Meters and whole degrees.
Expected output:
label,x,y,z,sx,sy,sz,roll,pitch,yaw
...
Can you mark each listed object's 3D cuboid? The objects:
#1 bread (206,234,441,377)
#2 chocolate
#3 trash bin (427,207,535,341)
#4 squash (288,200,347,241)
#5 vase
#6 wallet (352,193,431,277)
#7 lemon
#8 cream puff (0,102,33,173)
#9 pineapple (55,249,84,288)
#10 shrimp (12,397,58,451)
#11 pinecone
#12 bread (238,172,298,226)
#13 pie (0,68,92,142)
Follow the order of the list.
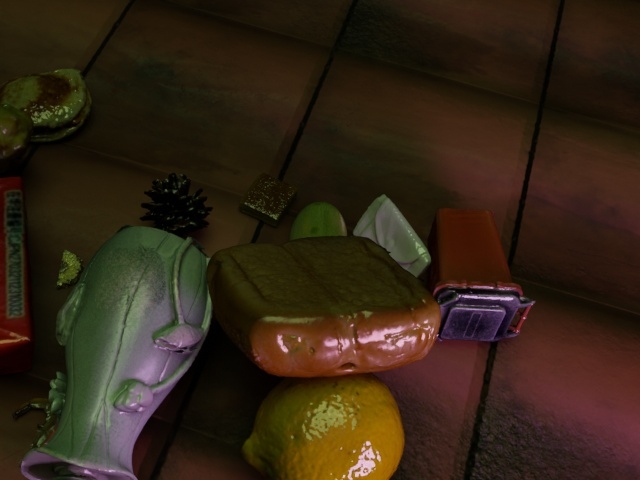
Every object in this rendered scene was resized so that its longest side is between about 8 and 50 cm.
label,x,y,z,sx,sy,sz,roll,pitch,yaw
bread,-0.011,0.111,1.414,0.327,0.148,0.337,-6,22,-22
chocolate,-0.668,0.085,1.512,0.341,0.161,0.360,-8,57,-13
trash bin,0.287,0.061,1.649,0.184,0.161,0.239,5,51,-4
squash,0.000,0.000,1.680,0.123,0.123,0.187,7,52,-2
vase,-0.322,0.200,1.428,0.249,0.250,0.446,12,55,2
wallet,0.133,0.009,1.690,0.032,0.124,0.183,-4,51,-44
lemon,0.005,0.314,1.392,0.253,0.228,0.228,-27,61,-12
cream puff,-0.677,-0.200,1.644,0.281,0.282,0.185,-28,91,-24
pineapple,-0.466,0.055,1.646,0.045,0.019,0.083,-1,56,0
shrimp,-0.474,0.317,1.453,0.091,0.025,0.127,14,50,3
pinecone,-0.277,-0.064,1.674,0.140,0.140,0.121,-14,82,-16
bread,-0.105,-0.084,1.776,0.090,0.035,0.094,25,56,11
pie,-0.583,-0.290,1.834,0.205,0.084,0.179,-10,57,-10
